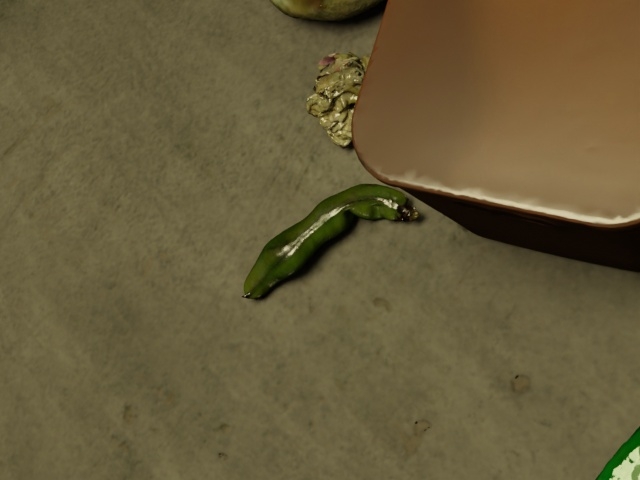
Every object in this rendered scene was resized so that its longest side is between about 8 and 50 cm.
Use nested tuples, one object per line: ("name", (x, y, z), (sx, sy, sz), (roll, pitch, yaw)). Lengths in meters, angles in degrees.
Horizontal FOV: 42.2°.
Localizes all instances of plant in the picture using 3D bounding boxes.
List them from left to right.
("plant", (0.049, -0.154, 0.862), (0.116, 0.105, 0.122), (21, 38, -5))

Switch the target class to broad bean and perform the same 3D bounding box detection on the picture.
("broad bean", (0.000, -0.007, 0.823), (0.195, 0.046, 0.061), (-25, 57, 11))

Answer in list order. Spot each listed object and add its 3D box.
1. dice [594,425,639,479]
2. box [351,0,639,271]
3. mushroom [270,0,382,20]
("dice", (0.256, 0.195, 0.562), (0.120, 0.128, 0.131), (-47, 58, 0))
("box", (0.207, -0.161, 0.658), (0.239, 0.229, 0.340), (15, 84, 29))
("mushroom", (0.042, -0.363, 0.925), (0.217, 0.212, 0.292), (-22, 35, -36))
